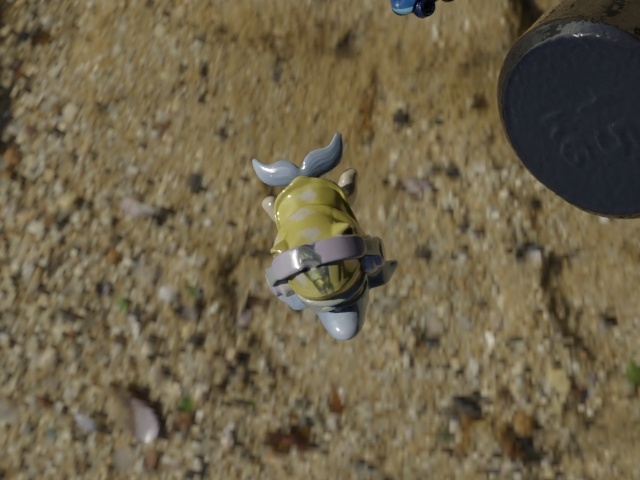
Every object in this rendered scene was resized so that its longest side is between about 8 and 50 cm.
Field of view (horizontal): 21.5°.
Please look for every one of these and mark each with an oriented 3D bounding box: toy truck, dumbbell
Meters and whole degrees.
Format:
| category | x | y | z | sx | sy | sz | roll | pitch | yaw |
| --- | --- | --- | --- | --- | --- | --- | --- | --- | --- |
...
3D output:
| category | x | y | z | sx | sy | sz | roll | pitch | yaw |
| --- | --- | --- | --- | --- | --- | --- | --- | --- | --- |
| toy truck | 0.097 | -0.281 | 1.757 | 0.073 | 0.056 | 0.090 | -36 | 115 | -23 |
| dumbbell | 0.322 | -0.182 | 1.589 | 0.204 | 0.322 | 0.203 | 20 | 132 | 24 |

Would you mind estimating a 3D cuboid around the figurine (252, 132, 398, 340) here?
| category | x | y | z | sx | sy | sz | roll | pitch | yaw |
| --- | --- | --- | --- | --- | --- | --- | --- | --- | --- |
| figurine | 0.000 | 0.000 | 1.675 | 0.128 | 0.184 | 0.208 | -18 | 78 | 5 |
